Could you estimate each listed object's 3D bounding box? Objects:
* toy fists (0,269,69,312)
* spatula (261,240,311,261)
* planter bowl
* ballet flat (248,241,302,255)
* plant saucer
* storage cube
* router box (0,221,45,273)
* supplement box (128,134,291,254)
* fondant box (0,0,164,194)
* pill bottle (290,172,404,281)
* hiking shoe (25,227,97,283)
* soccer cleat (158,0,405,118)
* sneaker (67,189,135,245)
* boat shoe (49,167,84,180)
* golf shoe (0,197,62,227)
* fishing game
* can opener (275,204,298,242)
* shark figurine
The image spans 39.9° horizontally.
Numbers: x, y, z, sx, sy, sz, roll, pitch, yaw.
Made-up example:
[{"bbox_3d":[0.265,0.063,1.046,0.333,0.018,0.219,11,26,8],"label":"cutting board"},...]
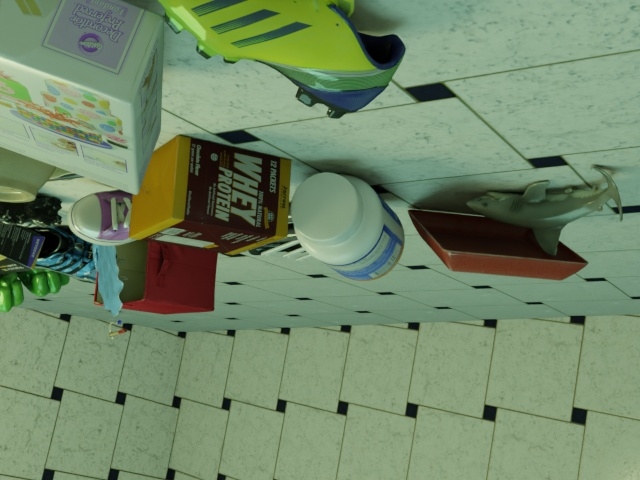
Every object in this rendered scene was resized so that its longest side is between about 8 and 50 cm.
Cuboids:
[{"bbox_3d":[-0.718,0.087,2.086,0.142,0.096,0.279,33,-144,30],"label":"toy fists"},{"bbox_3d":[0.000,0.000,1.863,0.242,0.019,0.168,-19,163,35],"label":"spatula"},{"bbox_3d":[-0.459,-0.118,1.283,0.162,0.109,0.162,3,168,1],"label":"planter bowl"},{"bbox_3d":[-0.078,0.000,1.941,0.173,0.049,0.057,-3,151,-1],"label":"ballet flat"},{"bbox_3d":[0.303,0.010,1.571,0.258,0.048,0.259,5,-164,-10],"label":"plant saucer"},{"bbox_3d":[-0.352,0.060,1.916,0.215,0.184,0.193,-8,164,42],"label":"storage cube"},{"bbox_3d":[-0.768,-0.007,1.839,0.308,0.081,0.243,-7,152,41],"label":"router box"},{"bbox_3d":[-0.178,-0.065,1.410,0.194,0.129,0.191,10,166,-30],"label":"supplement box"},{"bbox_3d":[-0.289,-0.166,0.914,0.238,0.096,0.330,20,167,-6],"label":"fondant box"},{"bbox_3d":[0.044,-0.025,1.493,0.152,0.152,0.272,-1,167,18],"label":"pill bottle"},{"bbox_3d":[-0.563,0.032,2.006,0.303,0.113,0.132,5,169,-8],"label":"hiking shoe"},{"bbox_3d":[-0.035,-0.213,0.844,0.289,0.093,0.121,20,129,-42],"label":"soccer cleat"},{"bbox_3d":[-0.299,-0.058,1.581,0.282,0.102,0.161,-3,169,-30],"label":"sneaker"},{"bbox_3d":[-0.408,-0.119,1.419,0.136,0.049,0.043,-5,169,12],"label":"boat shoe"},{"bbox_3d":[-0.586,-0.059,1.671,0.093,0.077,0.198,-3,166,28],"label":"golf shoe"},{"bbox_3d":[-0.423,0.064,1.789,0.041,0.264,0.189,-7,173,-27],"label":"fishing game"},{"bbox_3d":[-0.118,-0.036,1.728,0.280,0.074,0.093,-4,-159,36],"label":"can opener"},{"bbox_3d":[0.400,-0.037,1.457,0.166,0.116,0.278,12,167,-42],"label":"shark figurine"}]
